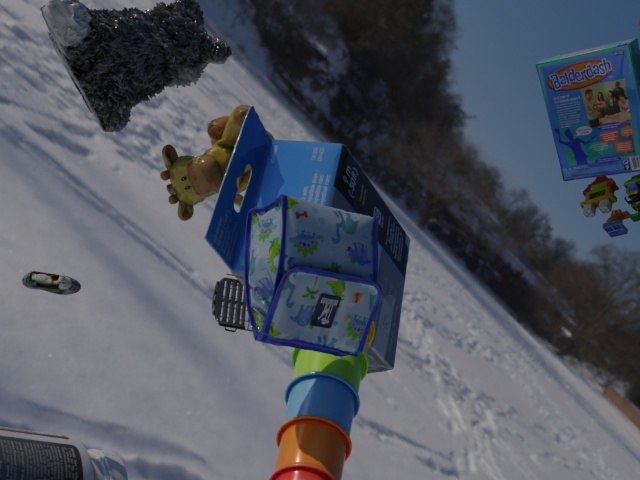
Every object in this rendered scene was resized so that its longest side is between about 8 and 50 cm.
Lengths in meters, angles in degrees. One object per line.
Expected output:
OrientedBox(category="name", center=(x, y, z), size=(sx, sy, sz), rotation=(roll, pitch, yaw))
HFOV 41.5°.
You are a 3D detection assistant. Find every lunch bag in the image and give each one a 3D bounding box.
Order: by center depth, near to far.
OrientedBox(category="lunch bag", center=(-0.009, 0.040, 0.885), size=(0.128, 0.151, 0.096), rotation=(13, -19, -31))

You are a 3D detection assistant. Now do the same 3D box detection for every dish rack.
OrientedBox(category="dish rack", center=(-0.102, 0.134, 1.871), size=(0.271, 0.074, 0.208), rotation=(10, 29, -8))

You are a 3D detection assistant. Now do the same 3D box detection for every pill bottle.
OrientedBox(category="pill bottle", center=(-0.548, 0.454, 1.544), size=(0.362, 0.210, 0.210), rotation=(23, 21, -43))

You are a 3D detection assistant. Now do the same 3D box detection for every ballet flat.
OrientedBox(category="ballet flat", center=(-0.524, 0.082, 1.657), size=(0.114, 0.041, 0.041), rotation=(10, 25, -28))

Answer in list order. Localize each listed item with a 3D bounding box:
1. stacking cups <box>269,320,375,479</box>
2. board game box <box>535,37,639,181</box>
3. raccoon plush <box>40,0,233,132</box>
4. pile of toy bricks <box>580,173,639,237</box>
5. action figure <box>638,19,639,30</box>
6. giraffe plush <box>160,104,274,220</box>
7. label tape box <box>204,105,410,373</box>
OrientedBox(category="stacking cups", center=(0.004, 0.196, 0.906), size=(0.096, 0.096, 0.316), rotation=(42, 31, -22))
OrientedBox(category="board game box", center=(0.460, -0.211, 1.394), size=(0.047, 0.160, 0.210), rotation=(-34, 112, -47))
OrientedBox(category="raccoon plush", center=(-0.302, -0.352, 1.505), size=(0.216, 0.299, 0.446), rotation=(62, -11, -10))
OrientedBox(category="pile of toy bricks", center=(0.560, -0.084, 1.426), size=(0.118, 0.105, 0.212), rotation=(39, -36, -27))
OrientedBox(category="action figure", center=(0.608, -0.301, 1.189), size=(0.185, 0.284, 0.099), rotation=(60, 27, -28))
OrientedBox(category="giraffe plush", center=(-0.196, -0.128, 1.521), size=(0.170, 0.210, 0.181), rotation=(-22, 76, -42))
OrientedBox(category="label tape box", center=(0.000, 0.000, 1.209), size=(0.348, 0.115, 0.249), rotation=(53, 37, -40))
